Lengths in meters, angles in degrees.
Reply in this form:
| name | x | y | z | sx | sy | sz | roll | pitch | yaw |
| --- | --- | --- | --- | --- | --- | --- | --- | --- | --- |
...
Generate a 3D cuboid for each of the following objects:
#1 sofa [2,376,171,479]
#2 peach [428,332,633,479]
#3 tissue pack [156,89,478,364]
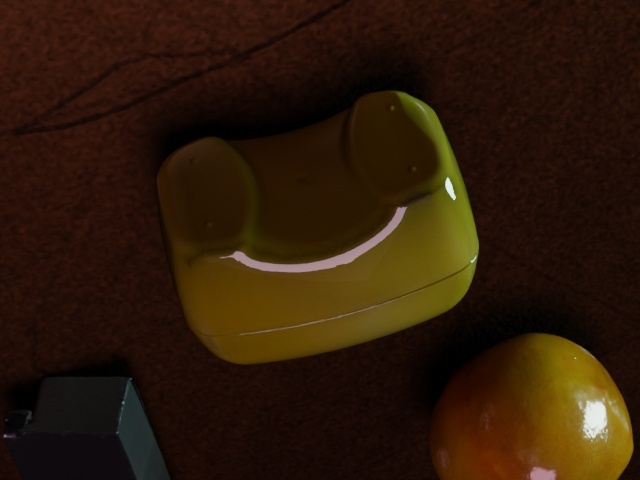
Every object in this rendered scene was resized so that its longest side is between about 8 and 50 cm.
| name | x | y | z | sx | sy | sz | roll | pitch | yaw |
| --- | --- | --- | --- | --- | --- | --- | --- | --- | --- |
| sofa | -0.152 | 0.149 | 1.250 | 0.085 | 0.060 | 0.147 | -3 | 137 | 12 |
| peach | 0.138 | 0.133 | 1.251 | 0.138 | 0.138 | 0.138 | -8 | 135 | -8 |
| tissue pack | 0.000 | 0.000 | 1.084 | 0.178 | 0.123 | 0.127 | -16 | 132 | 0 |
